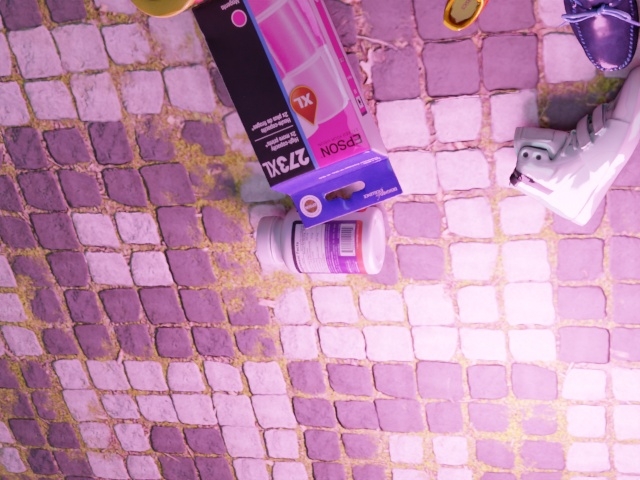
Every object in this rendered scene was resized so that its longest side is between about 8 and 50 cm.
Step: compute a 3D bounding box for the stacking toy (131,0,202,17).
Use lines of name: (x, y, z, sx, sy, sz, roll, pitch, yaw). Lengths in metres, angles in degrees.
stacking toy: (-0.192, -0.492, 1.249, 0.279, 0.130, 0.309, 45, 116, 5)

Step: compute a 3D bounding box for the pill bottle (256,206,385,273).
pill bottle: (0.000, 0.000, 1.484, 0.193, 0.108, 0.108, 0, 122, 17)

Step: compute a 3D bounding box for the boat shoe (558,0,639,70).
boat shoe: (0.344, -0.329, 1.185, 0.109, 0.089, 0.258, -15, 116, 24)

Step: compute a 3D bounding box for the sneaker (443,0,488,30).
sneaker: (0.220, -0.352, 1.221, 0.064, 0.067, 0.175, 26, 123, 2)

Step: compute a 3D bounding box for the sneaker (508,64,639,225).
sneaker: (0.356, -0.150, 1.294, 0.151, 0.094, 0.256, 24, 124, 4)

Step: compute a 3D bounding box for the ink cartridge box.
ink cartridge box: (-0.032, -0.201, 1.346, 0.175, 0.069, 0.371, -19, 103, 25)
